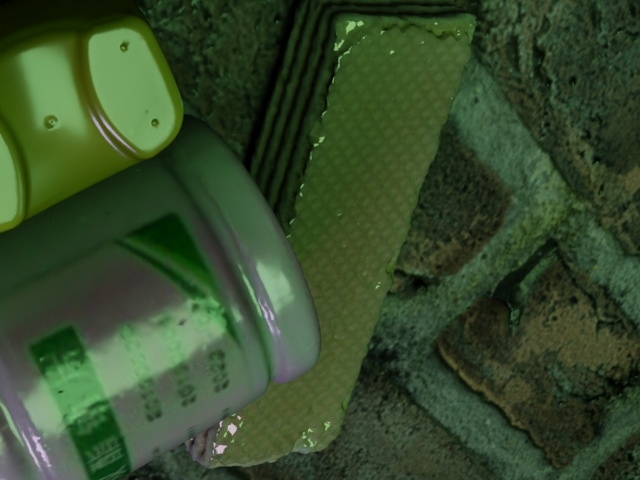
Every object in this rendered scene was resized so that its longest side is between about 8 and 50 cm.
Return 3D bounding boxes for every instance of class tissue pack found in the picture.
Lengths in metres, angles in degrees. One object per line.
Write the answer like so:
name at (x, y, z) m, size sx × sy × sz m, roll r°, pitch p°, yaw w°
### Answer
tissue pack at (-0.189, -0.090, 1.051) m, size 0.178 × 0.127 × 0.123 m, roll -29°, pitch 122°, yaw -15°

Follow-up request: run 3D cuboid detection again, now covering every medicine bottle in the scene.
medicine bottle at (-0.185, 0.071, 1.118) m, size 0.325 × 0.212 × 0.212 m, roll -28°, pitch 135°, yaw -16°

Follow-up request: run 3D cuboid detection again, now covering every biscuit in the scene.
biscuit at (0.000, 0.000, 1.290) m, size 0.144 × 0.078 × 0.426 m, roll -3°, pitch 126°, yaw -35°
